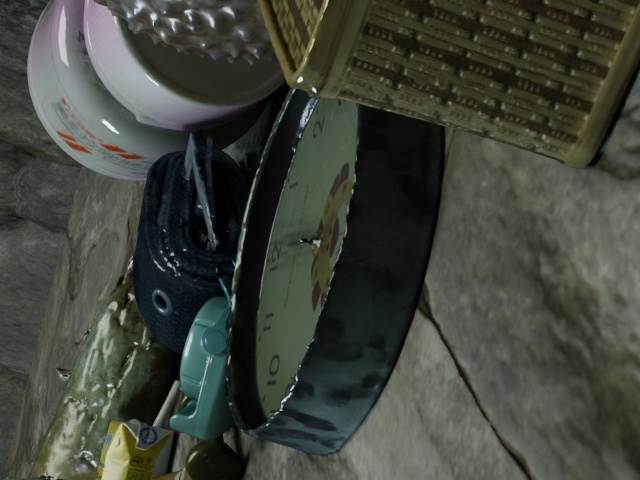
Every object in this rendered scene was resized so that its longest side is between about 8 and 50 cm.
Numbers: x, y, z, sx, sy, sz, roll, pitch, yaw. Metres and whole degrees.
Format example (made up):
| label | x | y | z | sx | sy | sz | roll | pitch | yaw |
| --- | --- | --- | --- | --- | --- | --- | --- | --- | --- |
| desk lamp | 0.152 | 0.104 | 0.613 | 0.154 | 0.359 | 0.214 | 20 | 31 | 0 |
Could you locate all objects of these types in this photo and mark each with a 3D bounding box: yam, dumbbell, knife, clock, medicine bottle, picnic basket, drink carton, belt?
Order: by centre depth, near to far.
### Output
| label | x | y | z | sx | sy | sz | roll | pitch | yaw |
| --- | --- | --- | --- | --- | --- | --- | --- | --- | --- |
| picnic basket | 0.085 | -0.229 | 0.712 | 0.228 | 0.175 | 0.313 | -106 | 33 | -62 |
| clock | 0.002 | 0.000 | 1.034 | 0.312 | 0.061 | 0.312 | -166 | 90 | -74 |
| clock | -0.082 | 0.090 | 1.198 | 0.108 | 0.045 | 0.147 | -26 | -51 | -72 |
| dumbbell | -0.099 | 0.175 | 1.260 | 0.046 | 0.052 | 0.118 | -32 | 26 | 7 |
| belt | -0.113 | -0.005 | 1.320 | 0.218 | 0.122 | 0.128 | -100 | 18 | -49 |
| knife | -0.128 | 0.240 | 1.363 | 0.256 | 0.022 | 0.046 | -30 | 39 | 64 |
| medicine bottle | -0.158 | -0.199 | 1.443 | 0.302 | 0.241 | 0.241 | 161 | 122 | -65 |
| drink carton | -0.202 | 0.246 | 1.534 | 0.084 | 0.074 | 0.200 | 160 | 121 | -72 |
| yam | -0.249 | 0.201 | 1.630 | 0.133 | 0.133 | 0.330 | -127 | 55 | -71 |

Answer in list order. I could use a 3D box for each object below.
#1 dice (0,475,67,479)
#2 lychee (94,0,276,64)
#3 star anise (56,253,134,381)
| label | x | y | z | sx | sy | sz | roll | pitch | yaw |
| --- | --- | --- | --- | --- | --- | --- | --- | --- | --- |
| dice | -0.257 | 0.388 | 1.217 | 0.262 | 0.265 | 0.268 | -89 | 21 | -49 |
| lychee | -0.062 | -0.280 | 1.049 | 0.300 | 0.300 | 0.300 | -166 | 90 | -75 |
| star anise | -0.258 | 0.107 | 1.838 | 0.262 | 0.081 | 0.230 | -56 | 23 | 26 |
